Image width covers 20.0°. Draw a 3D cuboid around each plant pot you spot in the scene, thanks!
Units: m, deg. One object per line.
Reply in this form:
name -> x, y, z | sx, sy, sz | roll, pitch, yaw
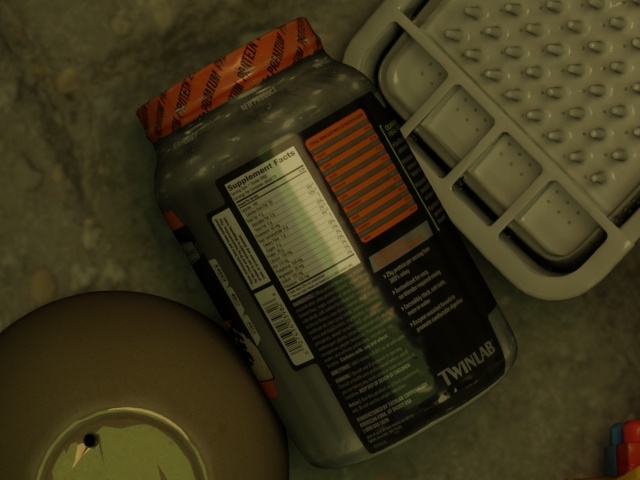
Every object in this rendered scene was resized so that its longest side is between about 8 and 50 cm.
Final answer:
plant pot -> -0.153, 0.180, 1.378 | 0.284, 0.191, 0.284 | 0, 89, -8

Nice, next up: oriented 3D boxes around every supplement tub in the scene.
supplement tub -> 0.000, 0.000, 1.400 | 0.194, 0.193, 0.316 | -29, 93, -7

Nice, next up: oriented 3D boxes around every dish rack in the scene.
dish rack -> 0.205, -0.150, 1.412 | 0.285, 0.072, 0.333 | 47, 110, 18

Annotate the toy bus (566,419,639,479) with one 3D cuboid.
toy bus -> 0.277, 0.229, 1.432 | 0.150, 0.220, 0.211 | 3, 83, -11
